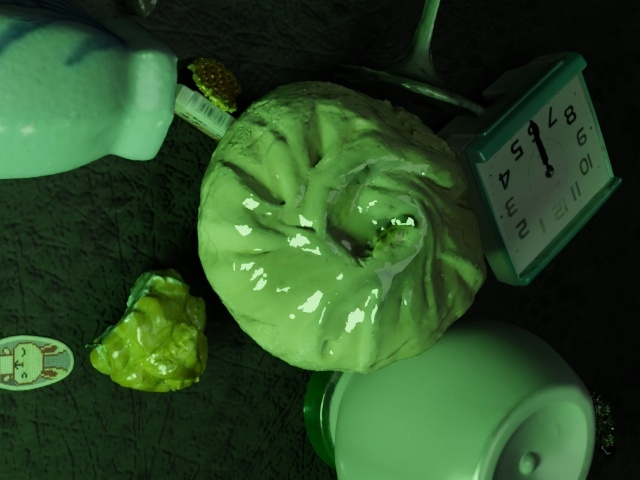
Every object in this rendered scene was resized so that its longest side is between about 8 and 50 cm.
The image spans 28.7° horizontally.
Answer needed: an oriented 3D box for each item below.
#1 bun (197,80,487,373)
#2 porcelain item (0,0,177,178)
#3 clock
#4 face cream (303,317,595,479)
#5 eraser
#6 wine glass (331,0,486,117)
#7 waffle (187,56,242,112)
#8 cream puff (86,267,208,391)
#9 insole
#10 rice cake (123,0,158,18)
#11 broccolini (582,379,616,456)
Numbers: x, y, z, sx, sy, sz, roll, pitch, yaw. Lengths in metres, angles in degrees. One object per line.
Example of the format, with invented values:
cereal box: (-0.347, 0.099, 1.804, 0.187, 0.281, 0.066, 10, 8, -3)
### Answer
bun: (0.031, -0.007, 1.451, 0.360, 0.211, 0.359, -1, 96, -12)
porcelain item: (-0.359, -0.173, 1.265, 0.405, 0.242, 0.178, 0, 115, -34)
clock: (0.284, -0.104, 1.735, 0.262, 0.116, 0.231, -42, 121, -31)
face cream: (0.154, 0.236, 1.562, 0.219, 0.357, 0.312, 45, 73, -28)
eraser: (-0.134, -0.147, 1.514, 0.122, 0.052, 0.029, 33, 77, -30)
wine glass: (0.163, -0.374, 1.564, 0.267, 0.267, 0.406, 17, 93, -32)
waffle: (-0.124, -0.190, 1.506, 0.016, 0.085, 0.078, -39, 99, 25)
cream puff: (-0.187, 0.114, 1.475, 0.156, 0.121, 0.156, -4, 96, -37)
insole: (-0.375, 0.142, 1.431, 0.197, 0.004, 0.065, 0, 97, -32)
rice cake: (-0.185, -0.359, 1.460, 0.036, 0.047, 0.206, 20, 84, -31)
broccolini: (0.373, 0.352, 1.888, 0.123, 0.062, 0.271, 32, 73, -16)
